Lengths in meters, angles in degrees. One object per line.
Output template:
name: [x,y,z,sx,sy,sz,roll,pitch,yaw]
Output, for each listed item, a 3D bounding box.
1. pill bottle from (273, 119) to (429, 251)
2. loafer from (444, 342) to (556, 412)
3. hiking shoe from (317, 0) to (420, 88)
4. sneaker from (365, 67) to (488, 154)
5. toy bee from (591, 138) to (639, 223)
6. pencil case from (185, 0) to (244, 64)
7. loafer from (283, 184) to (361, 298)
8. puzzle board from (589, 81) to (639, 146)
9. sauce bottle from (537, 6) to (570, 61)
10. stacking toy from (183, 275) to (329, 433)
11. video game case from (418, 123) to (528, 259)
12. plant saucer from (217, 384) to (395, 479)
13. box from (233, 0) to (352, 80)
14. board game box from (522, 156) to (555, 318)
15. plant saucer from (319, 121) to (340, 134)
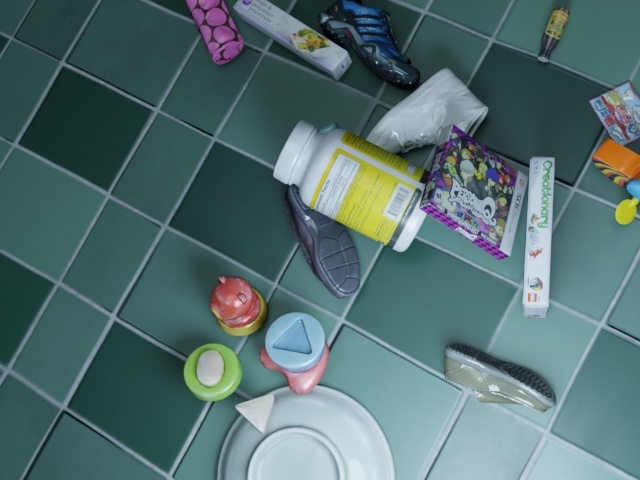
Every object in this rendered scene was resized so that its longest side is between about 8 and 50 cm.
pill bottle: [0.076,-0.127,1.792,0.334,0.188,0.187,27,85,3]
loafer: [0.371,0.301,1.726,0.251,0.094,0.087,24,109,26]
hiking shoe: [0.131,-0.481,1.932,0.304,0.113,0.132,42,90,18]
sneaker: [0.241,-0.241,1.857,0.292,0.108,0.169,-42,69,0]
toy bee: [0.705,-0.094,1.713,0.195,0.162,0.298,-34,48,12]
pencil case: [-0.261,-0.547,2.053,0.098,0.095,0.209,-22,75,-9]
loafer: [0.000,0.000,1.880,0.109,0.095,0.302,-16,74,-30]
puzzle board: [0.671,-0.279,1.817,0.096,0.011,0.128,-27,74,6]
sauce bottle: [0.531,-0.470,1.876,0.042,0.042,0.128,18,83,16]
stacking toy: [-0.155,0.235,1.783,0.309,0.130,0.279,27,67,22]
video game case: [0.330,-0.102,1.742,0.232,0.042,0.210,31,61,-21]
plant saucer: [-0.044,0.508,1.759,0.401,0.100,0.400,-3,77,13]
box: [-0.069,-0.504,2.009,0.324,0.067,0.063,36,87,19]
board game box: [0.454,0.000,1.710,0.053,0.193,0.305,3,79,14]
plant saucer: [0.041,-0.188,1.938,0.067,0.018,0.192,-24,74,7]
